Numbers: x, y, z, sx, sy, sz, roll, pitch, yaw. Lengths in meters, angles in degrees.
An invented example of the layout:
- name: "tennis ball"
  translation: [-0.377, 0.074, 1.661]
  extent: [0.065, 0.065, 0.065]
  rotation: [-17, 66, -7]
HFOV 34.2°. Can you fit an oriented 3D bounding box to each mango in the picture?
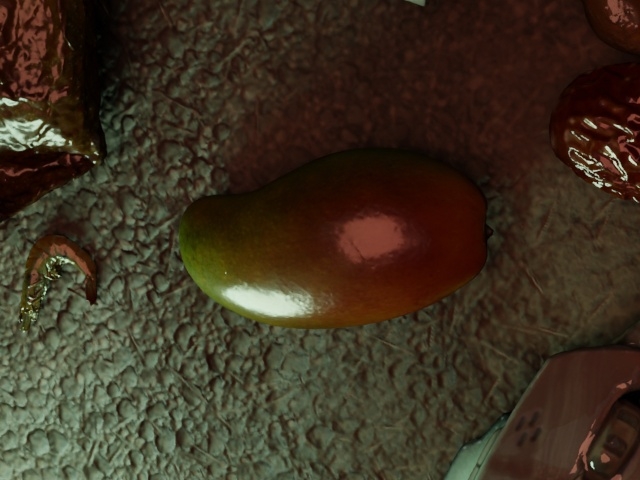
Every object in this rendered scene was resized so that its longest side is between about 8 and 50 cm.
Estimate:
- name: "mango"
  translation: [0.003, 0.005, 0.888]
  extent: [0.289, 0.129, 0.146]
  rotation: [-16, 98, 30]

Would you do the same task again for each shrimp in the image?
- name: "shrimp"
  translation: [-0.264, 0.052, 1.043]
  extent: [0.083, 0.023, 0.114]
  rotation: [26, 105, 10]

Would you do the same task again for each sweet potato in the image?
- name: "sweet potato"
  translation: [0.196, -0.219, 0.811]
  extent: [0.218, 0.051, 0.065]
  rotation: [42, 113, 6]

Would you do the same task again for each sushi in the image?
- name: "sushi"
  translation: [-0.281, -0.171, 0.937]
  extent: [0.179, 0.167, 0.296]
  rotation: [0, 111, 0]

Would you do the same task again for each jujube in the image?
- name: "jujube"
  translation: [0.264, -0.080, 0.791]
  extent: [0.176, 0.109, 0.112]
  rotation: [10, 73, 27]

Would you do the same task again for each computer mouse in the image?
- name: "computer mouse"
  translation: [0.209, 0.222, 0.868]
  extent: [0.200, 0.115, 0.389]
  rotation: [28, 110, 8]

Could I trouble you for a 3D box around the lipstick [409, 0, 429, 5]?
- name: "lipstick"
  translation: [-0.052, -0.285, 0.844]
  extent: [0.327, 0.087, 0.087]
  rotation: [22, 108, 7]
